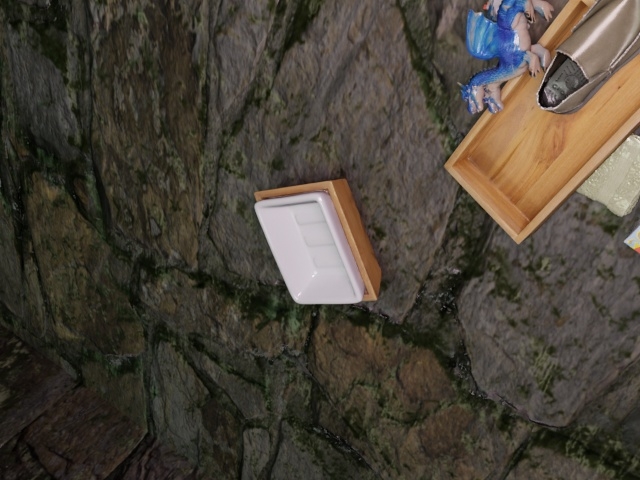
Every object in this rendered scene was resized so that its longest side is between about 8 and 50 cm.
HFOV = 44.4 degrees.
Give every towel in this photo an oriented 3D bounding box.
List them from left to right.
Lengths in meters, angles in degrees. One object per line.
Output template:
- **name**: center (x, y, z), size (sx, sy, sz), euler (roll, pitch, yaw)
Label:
- **towel**: center (0.505, -0.118, 1.330), size (0.110, 0.027, 0.148), euler (34, 134, 18)

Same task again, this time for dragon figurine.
- **dragon figurine**: center (0.283, -0.331, 1.234), size (0.144, 0.085, 0.289), euler (11, 121, 38)

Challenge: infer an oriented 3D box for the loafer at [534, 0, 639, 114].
- **loafer**: center (0.401, -0.275, 1.144), size (0.094, 0.087, 0.251), euler (45, 136, 19)

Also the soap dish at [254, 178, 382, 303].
- **soap dish**: center (0.000, 0.000, 1.751), size (0.229, 0.118, 0.290), euler (-5, 114, 41)

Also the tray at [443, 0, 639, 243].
- **tray**: center (0.395, -0.198, 1.314), size (0.203, 0.076, 0.411), euler (49, 138, 14)

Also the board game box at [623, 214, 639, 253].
- **board game box**: center (0.646, 0.011, 1.219), size (0.275, 0.142, 0.144), euler (38, 135, 12)

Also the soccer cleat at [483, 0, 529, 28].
- **soccer cleat**: center (0.302, -0.429, 1.263), size (0.076, 0.068, 0.196), euler (6, 126, 25)
